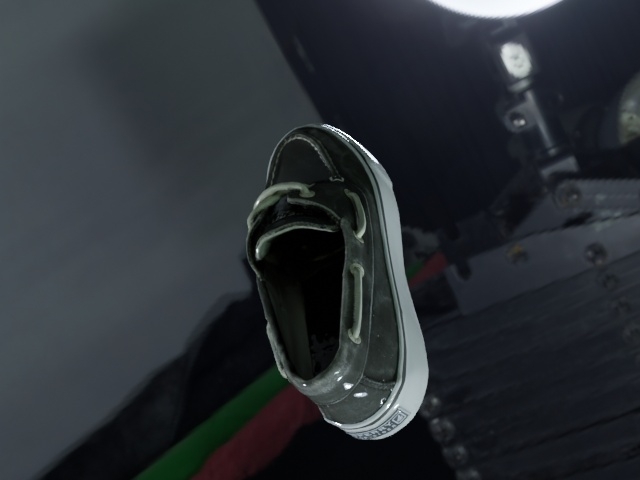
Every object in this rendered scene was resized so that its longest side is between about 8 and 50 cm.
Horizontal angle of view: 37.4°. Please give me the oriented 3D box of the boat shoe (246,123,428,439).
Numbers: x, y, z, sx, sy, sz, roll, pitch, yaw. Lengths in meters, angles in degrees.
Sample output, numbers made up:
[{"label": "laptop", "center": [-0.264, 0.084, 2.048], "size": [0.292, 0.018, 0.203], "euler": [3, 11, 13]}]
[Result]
[{"label": "boat shoe", "center": [0.000, 0.000, 0.507], "size": [0.078, 0.070, 0.219], "euler": [-36, -139, 18]}]
